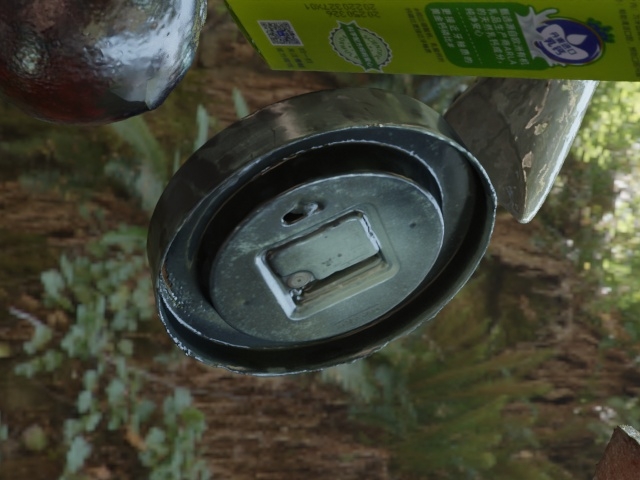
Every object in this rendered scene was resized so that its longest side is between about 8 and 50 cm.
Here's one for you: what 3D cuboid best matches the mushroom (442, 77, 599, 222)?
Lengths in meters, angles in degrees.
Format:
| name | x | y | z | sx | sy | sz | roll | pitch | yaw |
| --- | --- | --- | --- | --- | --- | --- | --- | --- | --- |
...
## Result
| name | x | y | z | sx | sy | sz | roll | pitch | yaw |
| --- | --- | --- | --- | --- | --- | --- | --- | --- | --- |
| mushroom | 0.313 | -0.225 | 1.399 | 0.177 | 0.126 | 0.397 | 46 | -68 | 28 |

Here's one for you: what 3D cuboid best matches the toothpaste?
| name | x | y | z | sx | sy | sz | roll | pitch | yaw |
| --- | --- | --- | --- | --- | --- | --- | --- | --- | --- |
| toothpaste | 0.103 | -0.157 | 0.654 | 0.327 | 0.077 | 0.110 | 7 | -120 | 31 |

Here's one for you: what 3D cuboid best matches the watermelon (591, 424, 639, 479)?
| name | x | y | z | sx | sy | sz | roll | pitch | yaw |
| --- | --- | --- | --- | --- | --- | --- | --- | --- | --- |
| watermelon | 0.347 | 0.296 | 1.199 | 0.193 | 0.140 | 0.257 | 21 | -51 | 37 |

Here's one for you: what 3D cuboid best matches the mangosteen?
| name | x | y | z | sx | sy | sz | roll | pitch | yaw |
| --- | --- | --- | --- | --- | --- | --- | --- | --- | --- |
| mangosteen | -0.185 | -0.187 | 0.837 | 0.216 | 0.216 | 0.216 | -10 | -102 | 59 |

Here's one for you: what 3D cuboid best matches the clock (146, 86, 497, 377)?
| name | x | y | z | sx | sy | sz | roll | pitch | yaw |
| --- | --- | --- | --- | --- | --- | --- | --- | --- | --- |
| clock | 0.000 | 0.000 | 1.253 | 0.386 | 0.386 | 0.076 | -61 | -142 | 36 |
